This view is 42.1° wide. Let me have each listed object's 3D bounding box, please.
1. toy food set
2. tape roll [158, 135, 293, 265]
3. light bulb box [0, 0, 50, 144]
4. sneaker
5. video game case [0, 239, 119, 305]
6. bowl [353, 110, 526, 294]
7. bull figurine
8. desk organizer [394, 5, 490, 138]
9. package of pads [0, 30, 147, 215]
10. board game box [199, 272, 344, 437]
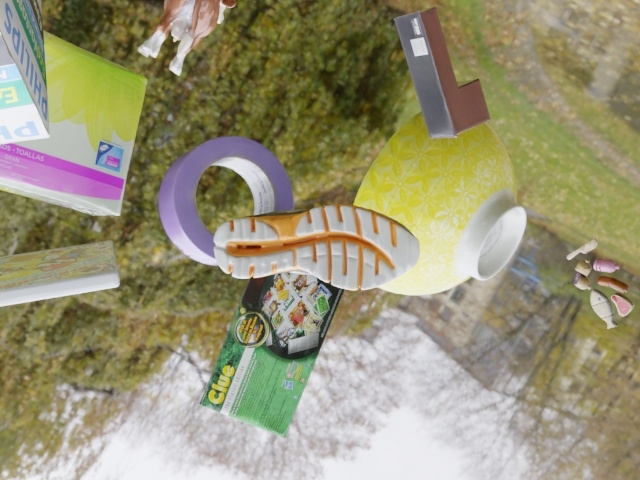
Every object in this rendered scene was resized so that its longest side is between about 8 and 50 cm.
[{"bbox_3d":[0.401,0.063,1.183,0.019,0.078,0.122,-24,-102,-44],"label":"toy food set"},{"bbox_3d":[-0.140,-0.057,1.245,0.189,0.189,0.080,24,166,-24],"label":"tape roll"},{"bbox_3d":[-0.482,-0.282,0.834,0.358,0.361,0.225,-10,155,-7],"label":"light bulb box"},{"bbox_3d":[0.000,0.000,0.852,0.215,0.084,0.083,4,-171,22],"label":"sneaker"},{"bbox_3d":[-0.412,0.048,1.209,0.227,0.026,0.206,-9,-165,-14],"label":"video game case"},{"bbox_3d":[0.189,-0.032,1.155,0.156,0.289,0.289,33,-170,33],"label":"bowl"},{"bbox_3d":[-0.235,-0.397,1.489,0.101,0.188,0.310,32,-173,-8],"label":"bull figurine"},{"bbox_3d":[0.126,-0.174,0.850,0.050,0.130,0.047,-26,-164,-24],"label":"desk organizer"},{"bbox_3d":[-0.402,-0.179,1.173,0.101,0.229,0.296,2,169,45],"label":"package of pads"},{"bbox_3d":[-0.065,0.141,1.195,0.136,0.259,0.030,22,-175,-4],"label":"board game box"}]
